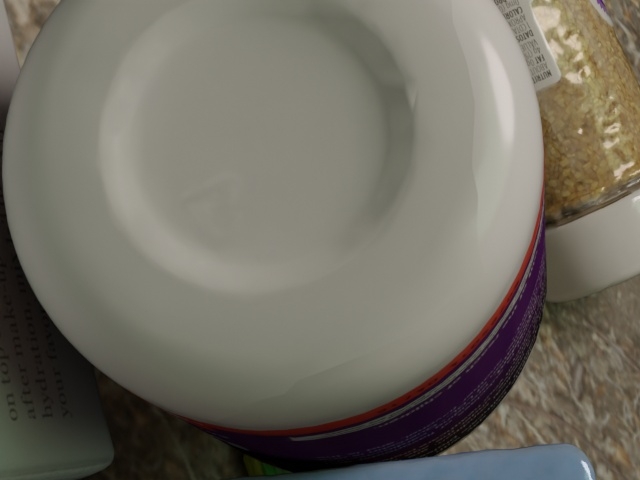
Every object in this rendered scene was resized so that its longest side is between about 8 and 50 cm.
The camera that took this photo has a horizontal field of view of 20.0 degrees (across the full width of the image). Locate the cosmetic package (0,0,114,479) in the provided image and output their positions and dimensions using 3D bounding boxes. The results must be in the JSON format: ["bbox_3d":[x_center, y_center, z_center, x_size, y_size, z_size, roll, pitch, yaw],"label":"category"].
[{"bbox_3d":[-0.258,-0.009,0.519,0.453,0.161,0.230,9,64,-67],"label":"cosmetic package"}]

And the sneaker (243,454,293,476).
[{"bbox_3d":[0.021,0.064,0.933,0.109,0.123,0.295,-20,89,-52],"label":"sneaker"}]

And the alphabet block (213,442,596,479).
[{"bbox_3d":[0.025,0.204,0.757,0.197,0.192,0.193,92,-7,-72],"label":"alphabet block"}]

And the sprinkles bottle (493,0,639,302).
[{"bbox_3d":[0.120,-0.141,1.151,0.121,0.121,0.355,-31,96,-51],"label":"sprinkles bottle"}]

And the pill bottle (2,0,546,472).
[{"bbox_3d":[0.000,0.000,0.729,0.323,0.181,0.181,59,18,-76],"label":"pill bottle"}]
